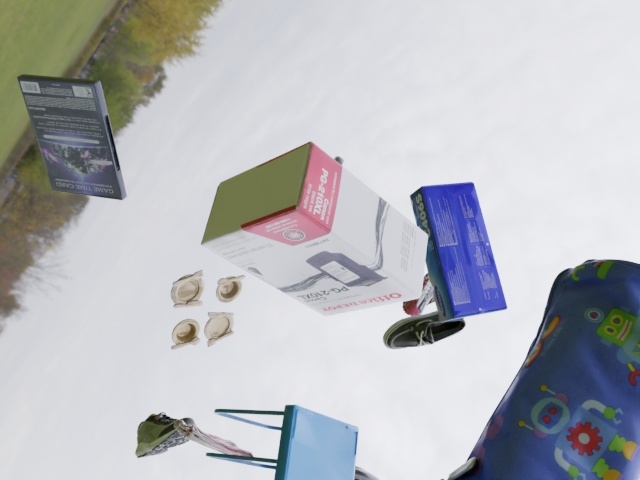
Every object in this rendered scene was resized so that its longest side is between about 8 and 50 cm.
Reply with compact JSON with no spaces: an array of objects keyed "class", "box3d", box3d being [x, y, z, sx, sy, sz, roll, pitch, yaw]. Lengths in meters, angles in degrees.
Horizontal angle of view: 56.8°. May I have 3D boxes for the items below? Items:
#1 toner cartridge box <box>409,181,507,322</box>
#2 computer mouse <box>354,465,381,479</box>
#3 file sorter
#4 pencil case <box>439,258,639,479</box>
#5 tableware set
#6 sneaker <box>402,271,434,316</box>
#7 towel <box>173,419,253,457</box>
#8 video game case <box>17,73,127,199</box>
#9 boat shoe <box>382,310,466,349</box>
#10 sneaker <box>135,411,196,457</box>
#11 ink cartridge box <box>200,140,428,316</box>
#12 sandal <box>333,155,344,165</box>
[{"class":"toner cartridge box","box3d":[0.354,0.026,1.530,0.075,0.165,0.347,138,-56,-66]},{"class":"computer mouse","box3d":[0.072,0.415,0.908,0.060,0.262,0.184,-35,-146,5]},{"class":"file sorter","box3d":[-0.045,0.243,0.532,0.105,0.118,0.170,-7,-118,30]},{"class":"pencil case","box3d":[0.212,0.154,0.512,0.306,0.133,0.119,-55,170,-15]},{"class":"tableware set","box3d":[-0.210,0.128,1.086,0.020,0.141,0.168,32,-61,44]},{"class":"sneaker","box3d":[0.361,0.161,1.864,0.299,0.112,0.121,-34,169,-49]},{"class":"towel","box3d":[-0.225,0.412,1.232,0.029,0.144,0.197,-66,-165,-18]},{"class":"video game case","box3d":[-0.544,-0.224,1.307,0.196,0.274,0.026,8,-145,15]},{"class":"boat shoe","box3d":[0.270,0.236,1.546,0.220,0.077,0.070,-21,-161,2]},{"class":"sneaker","box3d":[-0.427,0.510,1.590,0.272,0.100,0.107,-32,-116,41]},{"class":"ink cartridge box","box3d":[0.000,0.000,0.756,0.172,0.237,0.100,-17,-129,40]},{"class":"sandal","box3d":[-0.039,-0.082,0.918,0.219,0.060,0.090,-40,178,-35]}]
